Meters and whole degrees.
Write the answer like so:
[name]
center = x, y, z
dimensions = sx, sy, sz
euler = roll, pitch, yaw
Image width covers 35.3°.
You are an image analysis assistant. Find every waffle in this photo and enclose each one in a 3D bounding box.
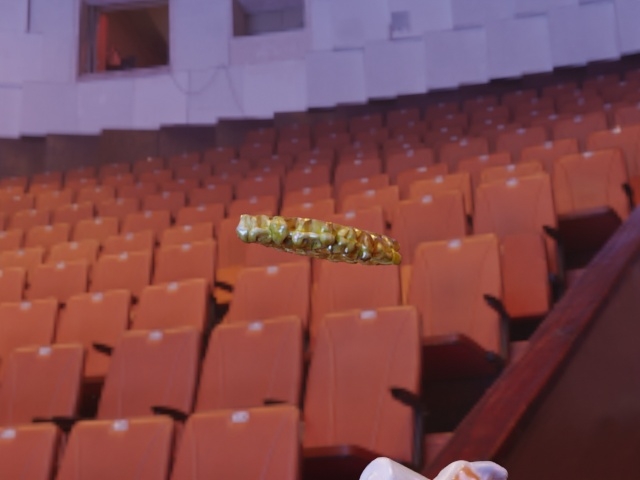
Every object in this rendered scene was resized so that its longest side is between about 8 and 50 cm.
[waffle]
center = -0.003, 0.000, 1.109
dimensions = 0.191, 0.038, 0.191
euler = 8, -4, 1

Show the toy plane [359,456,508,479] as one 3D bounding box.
[toy plane]
center = 0.076, 0.203, 0.459
dimensions = 0.245, 0.244, 0.117
euler = 9, -45, -41
